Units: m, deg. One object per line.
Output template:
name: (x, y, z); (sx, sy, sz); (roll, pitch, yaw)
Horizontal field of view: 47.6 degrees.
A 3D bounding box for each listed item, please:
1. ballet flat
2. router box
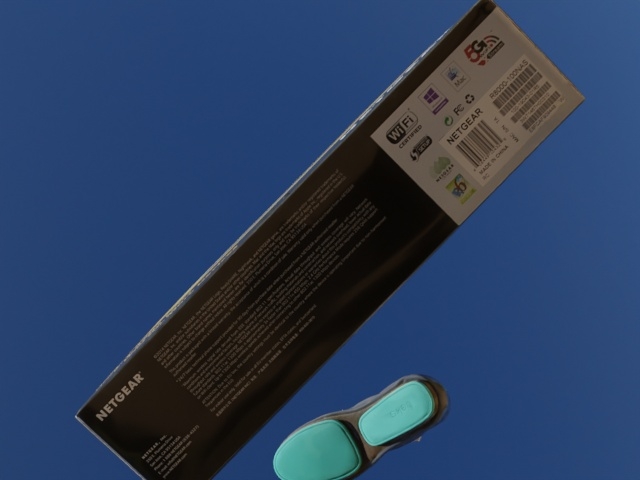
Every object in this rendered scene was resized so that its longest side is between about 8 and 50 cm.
ballet flat: (0.046, 0.195, 0.733); (0.074, 0.203, 0.074); (44, -154, -28)
router box: (0.000, 0.000, 0.492); (0.081, 0.243, 0.309); (45, -90, -5)
